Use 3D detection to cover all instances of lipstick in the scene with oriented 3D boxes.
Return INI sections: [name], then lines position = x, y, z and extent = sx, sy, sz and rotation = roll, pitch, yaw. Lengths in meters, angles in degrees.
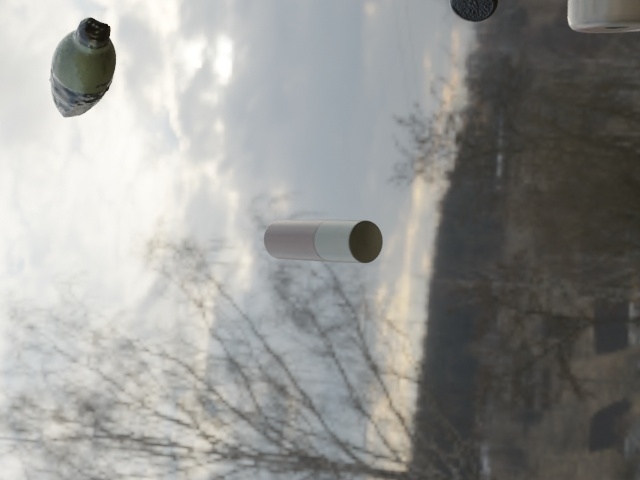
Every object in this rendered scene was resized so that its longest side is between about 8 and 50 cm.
[lipstick]
position = 0.000, 0.000, 1.777
extent = 0.070, 0.254, 0.070
rotation = -1, -89, -34

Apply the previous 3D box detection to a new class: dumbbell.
[dumbbell]
position = 0.330, -0.549, 2.224
extent = 0.100, 0.100, 0.191
rotation = 81, -161, -48

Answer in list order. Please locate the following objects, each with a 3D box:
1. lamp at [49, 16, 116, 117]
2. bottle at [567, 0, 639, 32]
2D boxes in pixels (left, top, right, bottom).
[lamp]
position = -0.376, -0.266, 1.683
extent = 0.250, 0.101, 0.101
rotation = 128, 156, -56
[bottle]
position = 0.446, -0.433, 1.591
extent = 0.147, 0.148, 0.236
rotation = -30, -60, -77
